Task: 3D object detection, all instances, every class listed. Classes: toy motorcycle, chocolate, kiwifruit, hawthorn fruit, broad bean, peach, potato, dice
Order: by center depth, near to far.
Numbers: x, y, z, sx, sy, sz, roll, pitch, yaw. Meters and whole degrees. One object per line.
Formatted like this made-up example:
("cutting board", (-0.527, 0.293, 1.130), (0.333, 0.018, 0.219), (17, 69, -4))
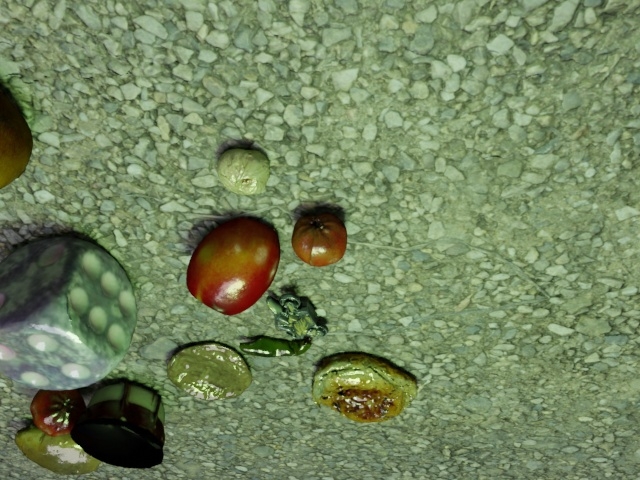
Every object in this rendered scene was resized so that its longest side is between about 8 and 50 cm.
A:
("kiwifruit", (-0.651, -0.196, 1.400), (0.196, 0.196, 0.234), (-19, 139, 25))
("hawthorn fruit", (0.000, 0.000, 1.611), (0.128, 0.128, 0.128), (3, 138, 3))
("peach", (-0.190, 0.051, 1.677), (0.190, 0.226, 0.196), (34, 178, 14))
("dice", (-0.611, 0.171, 1.743), (0.271, 0.270, 0.270), (-13, 135, 19))
("toy motorcycle", (-0.070, 0.194, 1.872), (0.124, 0.061, 0.193), (-17, 135, 26))
("broad bean", (-0.114, 0.283, 1.984), (0.195, 0.046, 0.061), (-6, 125, 5))
("chocolate", (-0.574, 0.529, 2.203), (0.284, 0.186, 0.283), (7, 140, 6))
("hawthorn fruit", (-0.789, 0.509, 2.229), (0.157, 0.157, 0.194), (26, 140, -22))
("potato", (-0.842, 0.675, 2.428), (0.296, 0.141, 0.191), (15, 135, -8))

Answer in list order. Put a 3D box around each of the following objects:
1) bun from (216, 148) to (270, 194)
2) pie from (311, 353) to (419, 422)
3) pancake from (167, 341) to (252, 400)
("bun", (-0.156, -0.132, 1.510), (0.115, 0.069, 0.115), (4, 139, 4))
("pie", (0.105, 0.414, 2.078), (0.308, 0.085, 0.308), (4, 138, 3))
("pancake", (-0.305, 0.360, 2.092), (0.242, 0.050, 0.241), (-1, 131, -2))
